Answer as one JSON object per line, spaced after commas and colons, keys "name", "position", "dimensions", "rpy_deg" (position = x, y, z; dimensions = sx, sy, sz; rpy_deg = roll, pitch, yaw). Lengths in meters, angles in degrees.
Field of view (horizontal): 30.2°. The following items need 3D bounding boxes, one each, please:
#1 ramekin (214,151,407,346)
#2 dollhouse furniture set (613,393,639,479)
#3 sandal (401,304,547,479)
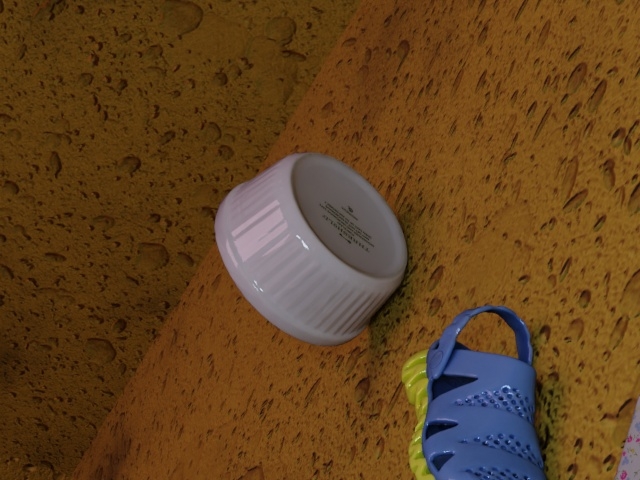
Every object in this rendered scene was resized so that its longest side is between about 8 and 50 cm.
{"name": "ramekin", "position": [0.000, 0.000, 1.622], "dimensions": [0.127, 0.273, 0.272], "rpy_deg": [-41, 29, 31]}
{"name": "dollhouse furniture set", "position": [0.242, 0.080, 0.767], "dimensions": [0.355, 0.174, 0.303], "rpy_deg": [4, 71, 64]}
{"name": "sandal", "position": [0.160, 0.166, 1.159], "dimensions": [0.138, 0.126, 0.317], "rpy_deg": [-56, 22, 21]}
